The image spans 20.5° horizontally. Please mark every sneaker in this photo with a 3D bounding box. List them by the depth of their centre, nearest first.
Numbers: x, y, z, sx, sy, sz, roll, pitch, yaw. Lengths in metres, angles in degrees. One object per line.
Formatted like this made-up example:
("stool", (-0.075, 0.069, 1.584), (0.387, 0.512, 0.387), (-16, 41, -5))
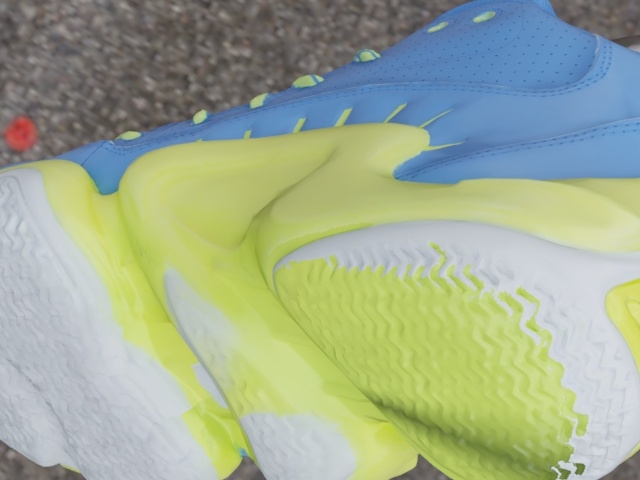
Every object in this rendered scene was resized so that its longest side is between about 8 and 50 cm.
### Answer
("sneaker", (0.000, 0.000, 0.435), (0.126, 0.240, 0.091), (-43, 124, -38))

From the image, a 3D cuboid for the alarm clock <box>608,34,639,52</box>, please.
("alarm clock", (0.120, -0.016, 0.511), (0.192, 0.129, 0.064), (-30, 123, -57))
